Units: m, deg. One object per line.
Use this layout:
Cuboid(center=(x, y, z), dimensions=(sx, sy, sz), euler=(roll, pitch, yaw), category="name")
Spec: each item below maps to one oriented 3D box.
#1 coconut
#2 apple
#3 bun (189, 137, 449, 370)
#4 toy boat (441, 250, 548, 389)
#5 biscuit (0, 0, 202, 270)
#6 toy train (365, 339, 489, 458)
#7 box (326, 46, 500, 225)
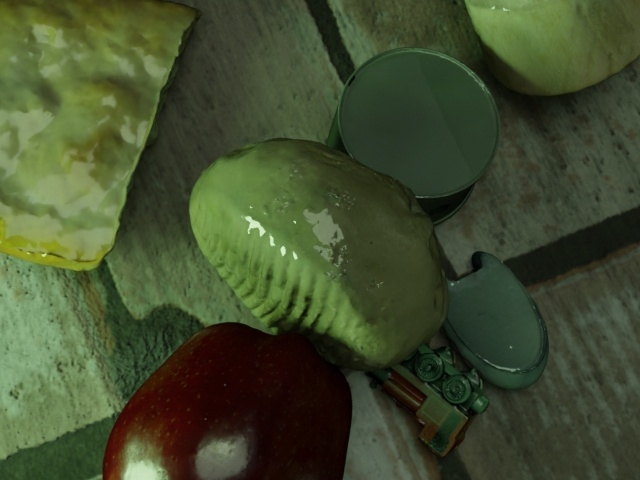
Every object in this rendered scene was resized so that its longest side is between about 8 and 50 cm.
Cuboid(center=(0.352, -0.345, 1.725), dimensions=(0.328, 0.329, 0.329), euler=(2, 72, -5), category="coconut")
Cuboid(center=(-0.108, 0.264, 1.481), dimensions=(0.288, 0.288, 0.317), euler=(26, 64, 3), category="apple")
Cuboid(center=(0.000, 0.000, 1.536), dimensions=(0.362, 0.326, 0.234), euler=(29, 71, 28), category="bun")
Cuboid(center=(0.237, 0.117, 1.674), dimensions=(0.134, 0.079, 0.208), euler=(-25, 66, -19), category="toy boat")
Cuboid(center=(-0.422, -0.179, 1.677), dimensions=(0.446, 0.104, 0.430), euler=(11, 71, -5), category="biscuit")
Cuboid(center=(0.138, 0.196, 1.620), dimensions=(0.176, 0.074, 0.118), euler=(36, 104, 16), category="toy train")
Cuboid(center=(0.126, -0.139, 1.691), dimensions=(0.226, 0.149, 0.226), euler=(2, 71, -6), category="box")
